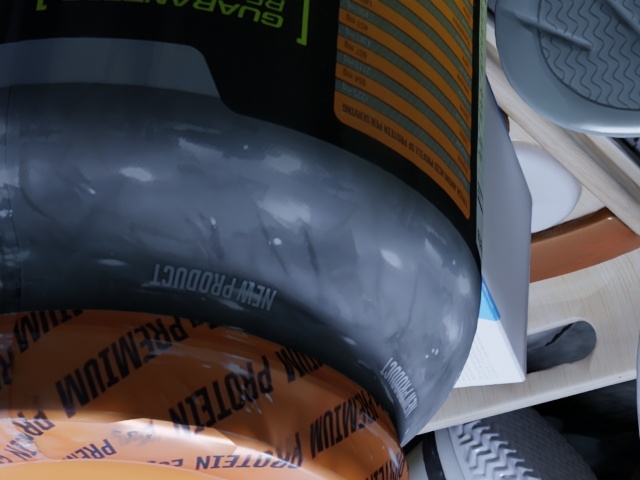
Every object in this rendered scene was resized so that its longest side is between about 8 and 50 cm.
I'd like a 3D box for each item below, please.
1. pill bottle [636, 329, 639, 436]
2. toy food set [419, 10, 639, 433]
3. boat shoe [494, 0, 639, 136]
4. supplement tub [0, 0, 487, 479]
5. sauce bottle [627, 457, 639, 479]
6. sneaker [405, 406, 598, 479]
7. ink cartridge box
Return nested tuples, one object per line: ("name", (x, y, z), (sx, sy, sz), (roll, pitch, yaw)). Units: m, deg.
("pill bottle", (0.346, 0.061, 0.705), (0.392, 0.224, 0.224), (-7, 150, 44))
("toy food set", (0.029, 0.002, 0.847), (0.220, 0.092, 0.306), (-19, 142, 33))
("boat shoe", (0.228, -0.091, 0.670), (0.320, 0.118, 0.103), (-5, -173, 9))
("supplement tub", (-0.045, -0.056, 0.542), (0.194, 0.316, 0.193), (4, 149, 2))
("sauce bottle", (0.259, 0.153, 1.053), (0.111, 0.111, 0.344), (19, 145, -24))
("sneaker", (0.123, 0.279, 1.015), (0.210, 0.366, 0.137), (-42, 155, 19))
("ink cartridge box", (0.000, 0.000, 0.672), (0.143, 0.090, 0.092), (-6, 141, 18))
